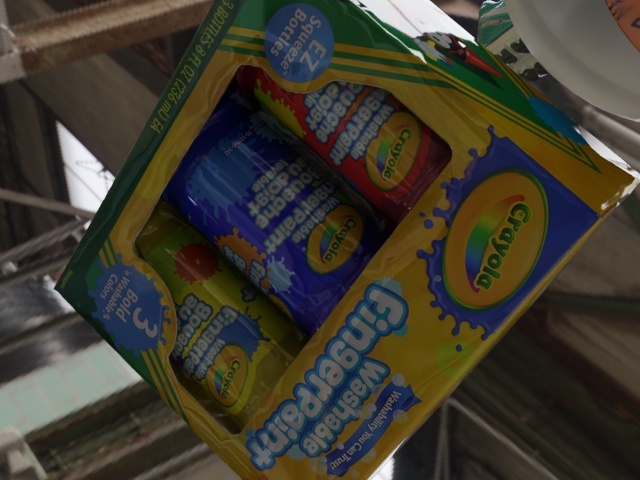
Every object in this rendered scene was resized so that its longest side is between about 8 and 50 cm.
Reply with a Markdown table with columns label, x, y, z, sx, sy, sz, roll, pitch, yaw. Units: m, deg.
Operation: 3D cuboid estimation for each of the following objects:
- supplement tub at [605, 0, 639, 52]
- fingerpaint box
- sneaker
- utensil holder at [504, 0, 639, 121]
| label | x | y | z | sx | sy | sz | roll | pitch | yaw |
| --- | --- | --- | --- | --- | --- | --- | --- | --- | --- |
| supplement tub | 0.237 | -0.188 | 0.448 | 0.316 | 0.194 | 0.193 | -47 | -31 | -46 |
| fingerpaint box | 0.000 | 0.000 | 0.935 | 0.445 | 0.371 | 0.163 | -53 | -13 | 30 |
| sneaker | 0.276 | -0.278 | 1.067 | 0.275 | 0.110 | 0.107 | -27 | -32 | 37 |
| utensil holder | 0.364 | -0.321 | 0.828 | 0.328 | 0.327 | 0.385 | -34 | -9 | -18 |
